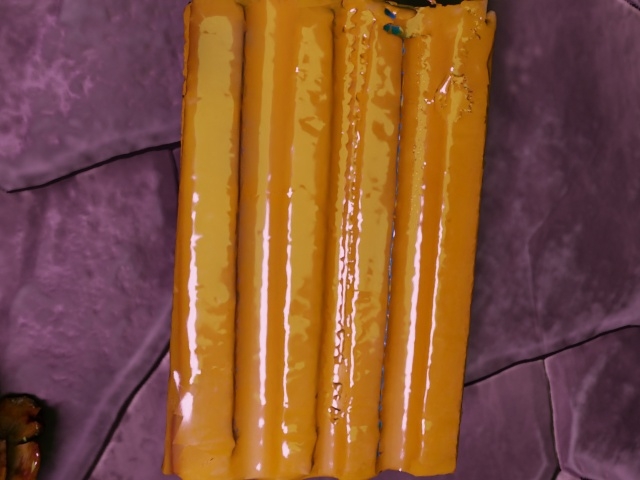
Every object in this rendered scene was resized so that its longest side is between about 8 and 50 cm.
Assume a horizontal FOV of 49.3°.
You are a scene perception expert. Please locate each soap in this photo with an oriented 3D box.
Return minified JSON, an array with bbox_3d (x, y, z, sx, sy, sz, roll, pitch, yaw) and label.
[{"bbox_3d":[0.000,-0.001,0.476,0.204,0.096,0.324,2,100,-13],"label":"soap"}]

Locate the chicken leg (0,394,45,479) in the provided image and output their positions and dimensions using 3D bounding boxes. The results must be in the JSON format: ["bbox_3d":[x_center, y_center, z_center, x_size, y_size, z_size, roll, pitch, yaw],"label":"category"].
[{"bbox_3d":[-0.301,0.274,0.443,0.212,0.140,0.360,10,95,-23],"label":"chicken leg"}]
